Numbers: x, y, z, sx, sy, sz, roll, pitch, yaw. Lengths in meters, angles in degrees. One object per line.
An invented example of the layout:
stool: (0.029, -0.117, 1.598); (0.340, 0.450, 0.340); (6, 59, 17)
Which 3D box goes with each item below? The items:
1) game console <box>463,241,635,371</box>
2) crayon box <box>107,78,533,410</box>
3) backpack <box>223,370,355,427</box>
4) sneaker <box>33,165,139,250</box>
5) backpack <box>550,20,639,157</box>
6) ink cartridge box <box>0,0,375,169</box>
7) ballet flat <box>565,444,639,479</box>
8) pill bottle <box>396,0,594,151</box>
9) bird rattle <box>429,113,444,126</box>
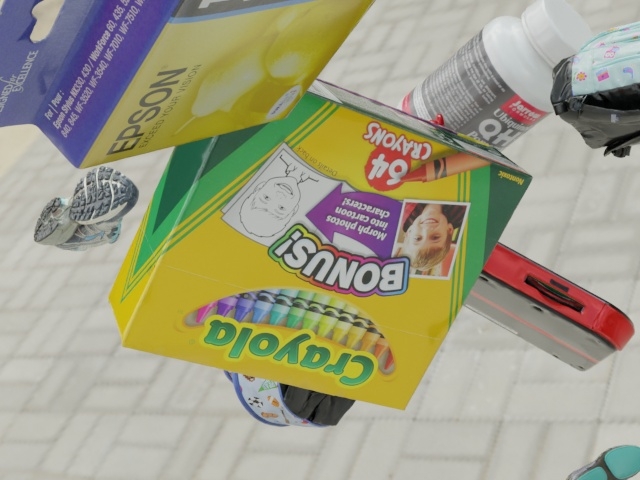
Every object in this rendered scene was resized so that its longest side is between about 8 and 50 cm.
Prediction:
game console: (0.309, 0.087, 1.873); (0.386, 0.342, 0.060); (30, 81, 8)
crayon box: (0.000, 0.000, 1.226); (0.313, 0.363, 0.106); (-64, 30, 16)
backpack: (-0.048, 0.181, 1.911); (0.213, 0.276, 0.263); (-16, 56, 37)
sneaker: (-0.410, -0.051, 2.118); (0.283, 0.122, 0.110); (-19, 56, 43)
backpack: (0.357, -0.173, 1.233); (0.182, 0.152, 0.115); (-13, 68, 34)
ink cartridge box: (-0.085, -0.166, 0.834); (0.307, 0.072, 0.303); (-23, -15, -40)
ballet flat: (0.316, 0.261, 1.282); (0.114, 0.041, 0.041); (-20, 26, -29)
pill bottle: (0.285, -0.247, 1.832); (0.318, 0.176, 0.176); (-39, 23, 35)
bird rattle: (0.113, -0.054, 1.597); (0.253, 0.143, 0.207); (-37, 1, 44)
